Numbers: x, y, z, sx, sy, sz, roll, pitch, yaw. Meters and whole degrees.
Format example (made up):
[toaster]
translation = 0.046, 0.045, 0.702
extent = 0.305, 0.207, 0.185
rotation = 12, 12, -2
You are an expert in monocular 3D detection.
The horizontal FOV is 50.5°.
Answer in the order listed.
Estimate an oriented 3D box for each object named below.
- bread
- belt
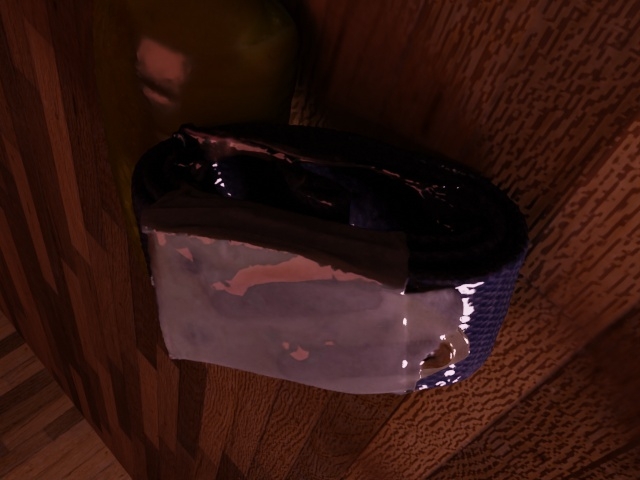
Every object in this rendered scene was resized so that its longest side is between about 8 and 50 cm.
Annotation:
[bread]
translation = -0.113, -0.060, 0.561
extent = 0.166, 0.112, 0.383
rotation = 42, 148, 19
[belt]
translation = 0.000, 0.000, 0.405
extent = 0.230, 0.140, 0.126
rotation = 13, 133, 11
